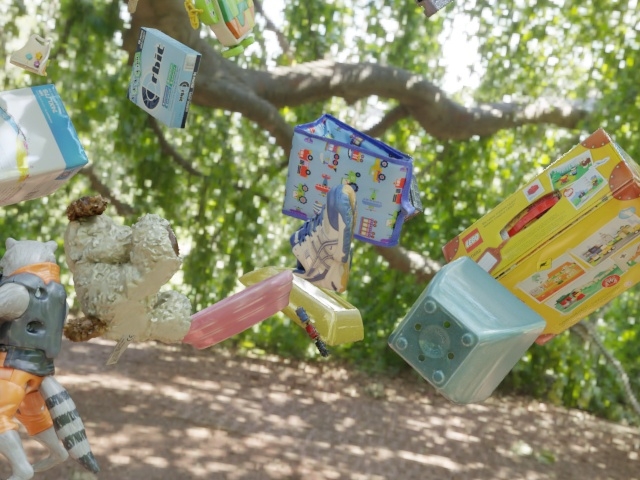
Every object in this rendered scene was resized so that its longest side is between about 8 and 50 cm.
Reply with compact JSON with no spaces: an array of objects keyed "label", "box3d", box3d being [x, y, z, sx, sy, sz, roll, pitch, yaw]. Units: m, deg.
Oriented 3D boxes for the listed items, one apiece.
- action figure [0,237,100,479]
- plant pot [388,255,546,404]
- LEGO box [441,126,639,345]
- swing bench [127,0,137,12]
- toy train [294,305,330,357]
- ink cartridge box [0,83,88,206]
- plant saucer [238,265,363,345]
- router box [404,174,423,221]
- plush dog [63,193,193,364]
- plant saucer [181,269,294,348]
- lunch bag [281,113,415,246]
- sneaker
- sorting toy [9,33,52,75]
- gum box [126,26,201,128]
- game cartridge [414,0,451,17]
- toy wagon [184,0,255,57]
[{"label":"action figure","box3d":[-0.388,0.158,1.135,0.179,0.330,0.341,-6,-6,9]},{"label":"plant pot","box3d":[0.292,0.203,1.760,0.248,0.247,0.252,42,19,22]},{"label":"LEGO box","box3d":[0.631,0.012,2.081,0.372,0.500,0.193,31,31,-37]},{"label":"swing bench","box3d":[-0.437,-0.691,1.779,0.165,0.254,0.253,19,34,-42]},{"label":"toy train","box3d":[-0.023,0.236,2.121,0.158,0.027,0.036,58,6,23]},{"label":"ink cartridge box","box3d":[-0.691,-0.191,1.753,0.198,0.197,0.270,-27,-3,43]},{"label":"plant saucer","box3d":[-0.033,0.171,2.356,0.333,0.081,0.333,34,8,18]},{"label":"router box","box3d":[0.234,-0.117,2.296,0.038,0.122,0.092,18,-37,-38]},{"label":"plush dog","box3d":[-0.344,0.050,1.328,0.211,0.262,0.225,-24,50,-20]},{"label":"plant saucer","box3d":[-0.207,0.178,2.020,0.332,0.084,0.332,-25,0,0]},{"label":"lunch bag","box3d":[0.077,-0.121,1.817,0.293,0.221,0.138,26,35,25]},{"label":"sneaker","box3d":[0.000,0.000,1.625,0.131,0.111,0.296,13,-41,6]},{"label":"sorting toy","box3d":[-0.575,-0.378,1.650,0.083,0.075,0.045,22,2,21]},{"label":"gum box","box3d":[-0.325,-0.336,1.675,0.041,0.157,0.184,-3,29,-42]},{"label":"game cartridge","box3d":[0.266,-0.815,2.283,0.230,0.355,0.068,-42,7,-36]},{"label":"toy wagon","box3d":[-0.247,-0.593,2.023,0.068,0.267,0.344,-12,22,15]}]
